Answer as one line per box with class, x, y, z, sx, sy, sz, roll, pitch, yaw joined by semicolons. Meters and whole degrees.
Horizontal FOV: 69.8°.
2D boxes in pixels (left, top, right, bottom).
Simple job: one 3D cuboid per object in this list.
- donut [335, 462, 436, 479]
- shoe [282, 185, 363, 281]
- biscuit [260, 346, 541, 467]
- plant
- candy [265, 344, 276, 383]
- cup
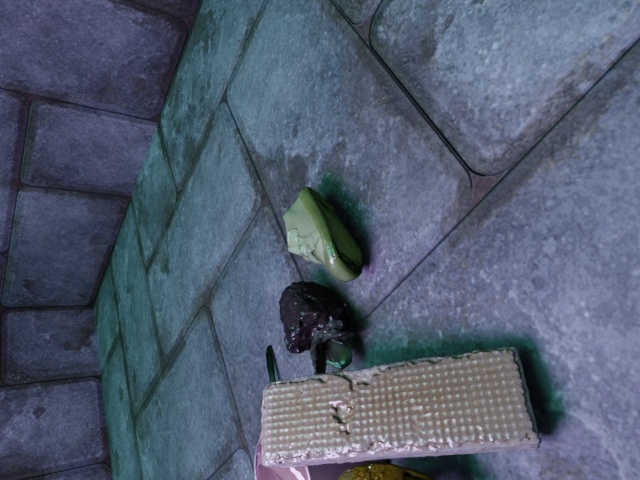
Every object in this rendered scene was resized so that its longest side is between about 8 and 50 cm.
donut;0.125;0.441;0.708;0.272;0.272;0.107;-37;21;45
shoe;0.006;-0.004;0.987;0.128;0.140;0.262;-48;45;26
biscuit;0.099;0.263;0.711;0.425;0.078;0.144;-15;57;19
plant;-0.005;0.180;0.975;0.142;0.131;0.203;-60;35;28
candy;-0.105;0.409;1.144;0.097;0.097;0.324;-49;43;38
cup;-0.013;0.433;0.905;0.252;0.200;0.192;15;99;51
